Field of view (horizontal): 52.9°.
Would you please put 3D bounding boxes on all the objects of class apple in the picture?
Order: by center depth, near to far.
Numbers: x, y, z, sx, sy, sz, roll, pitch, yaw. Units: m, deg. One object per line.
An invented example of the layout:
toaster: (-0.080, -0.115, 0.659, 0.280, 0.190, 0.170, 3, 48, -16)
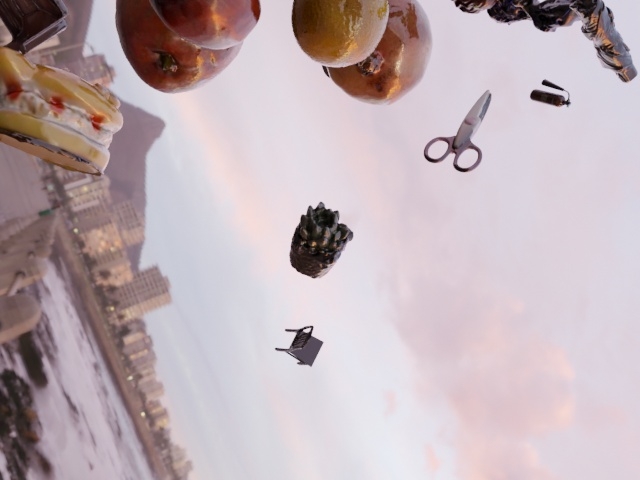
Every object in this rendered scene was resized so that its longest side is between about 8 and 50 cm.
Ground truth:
apple: (-0.232, -0.502, 1.289, 0.234, 0.234, 0.233, 53, -24, 37)

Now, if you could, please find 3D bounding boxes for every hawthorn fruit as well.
hawthorn fruit: (-0.415, -0.617, 1.872, 0.402, 0.403, 0.402, 53, -24, 37)

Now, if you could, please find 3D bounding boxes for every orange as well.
orange: (0.041, -0.494, 1.426, 0.236, 0.237, 0.236, 53, -24, 37)

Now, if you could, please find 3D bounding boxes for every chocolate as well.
chocolate: (0.537, -0.565, 1.568, 0.343, 0.149, 0.126, 49, -50, 51)

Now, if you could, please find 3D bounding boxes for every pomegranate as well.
pomegranate: (0.158, -0.543, 1.818, 0.338, 0.339, 0.338, 53, -24, 37)

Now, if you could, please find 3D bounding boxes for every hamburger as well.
hamburger: (-0.561, -0.264, 1.314, 0.261, 0.303, 0.186, 11, -97, 43)

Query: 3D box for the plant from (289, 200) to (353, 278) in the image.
plant: (0.000, 0.000, 1.556, 0.132, 0.129, 0.194, 29, -38, 4)

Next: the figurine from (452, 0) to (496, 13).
figurine: (0.371, -0.664, 1.657, 0.240, 0.116, 0.174, 52, -9, 48)

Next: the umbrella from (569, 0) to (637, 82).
umbrella: (0.558, -0.381, 1.245, 0.236, 0.059, 0.066, 35, 26, -38)

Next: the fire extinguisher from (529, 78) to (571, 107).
fire extinguisher: (0.453, -0.285, 1.249, 0.100, 0.032, 0.046, 35, -68, 52)

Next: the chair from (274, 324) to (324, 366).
chair: (-0.039, 0.304, 1.849, 0.102, 0.084, 0.212, 34, -23, -17)

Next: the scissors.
scissors: (0.223, -0.170, 0.971, 0.086, 0.176, 0.022, 20, -33, 23)

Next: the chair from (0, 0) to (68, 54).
chair: (-0.591, -0.498, 1.302, 0.176, 0.326, 0.183, -9, -59, 31)

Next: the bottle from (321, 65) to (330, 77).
bottle: (0.114, -0.586, 2.043, 0.097, 0.209, 0.110, 60, -26, 21)
